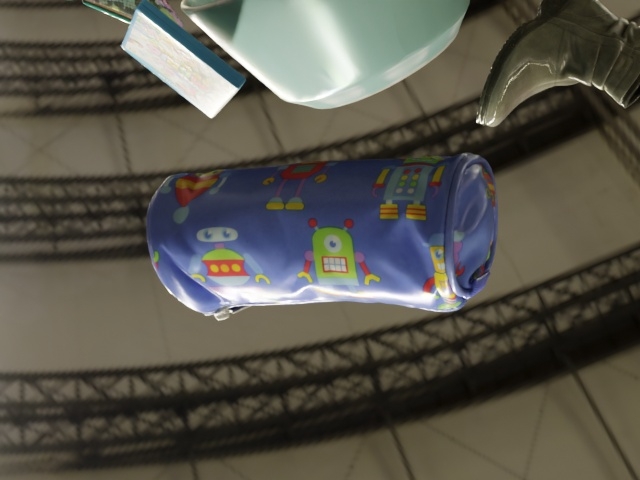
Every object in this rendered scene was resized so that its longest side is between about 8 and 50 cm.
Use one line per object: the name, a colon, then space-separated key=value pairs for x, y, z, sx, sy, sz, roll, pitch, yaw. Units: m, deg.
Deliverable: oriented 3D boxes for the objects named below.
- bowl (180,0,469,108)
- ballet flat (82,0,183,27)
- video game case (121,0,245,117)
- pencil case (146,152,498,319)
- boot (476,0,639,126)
bowl: x=0.030 y=-0.249 z=1.434 sx=0.311 sy=0.163 sz=0.311 roll=-27 pitch=-161 yaw=10
ballet flat: x=-0.245 y=-0.276 z=1.456 sx=0.221 sy=0.079 sz=0.077 roll=15 pitch=-169 yaw=-4
video game case: x=-0.135 y=-0.172 z=1.348 sx=0.015 sy=0.119 sz=0.166 roll=-54 pitch=-172 yaw=-11
pencil case: x=0.000 y=0.000 z=1.175 sx=0.306 sy=0.133 sz=0.119 roll=-3 pitch=-168 yaw=28
boot: x=0.305 y=-0.204 z=1.672 sx=0.161 sy=0.083 sz=0.246 roll=31 pitch=-118 yaw=16
